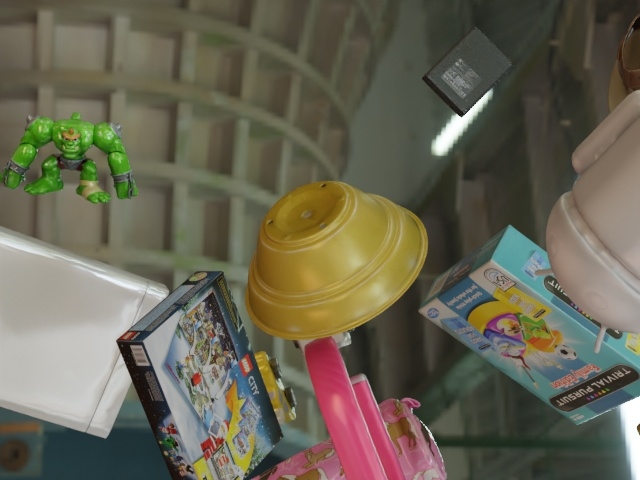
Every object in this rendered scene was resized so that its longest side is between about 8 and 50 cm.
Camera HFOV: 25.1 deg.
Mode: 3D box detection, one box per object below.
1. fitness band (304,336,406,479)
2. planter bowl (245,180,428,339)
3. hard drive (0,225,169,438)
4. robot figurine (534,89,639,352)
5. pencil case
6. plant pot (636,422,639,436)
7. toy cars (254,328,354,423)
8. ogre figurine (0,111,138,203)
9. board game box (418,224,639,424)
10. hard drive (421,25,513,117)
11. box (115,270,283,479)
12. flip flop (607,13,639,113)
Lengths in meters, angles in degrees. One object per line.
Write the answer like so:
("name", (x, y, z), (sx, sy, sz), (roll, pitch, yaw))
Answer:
("fitness band", (0.055, 0.252, 1.738), (0.209, 0.054, 0.291), (-19, 87, -87))
("planter bowl", (0.000, 0.000, 1.557), (0.217, 0.217, 0.090), (-108, 172, -54))
("hard drive", (-0.412, 0.113, 1.959), (0.233, 0.353, 0.047), (-66, -158, 6))
("robot figurine", (0.395, -0.034, 1.610), (0.353, 0.199, 0.300), (-47, -133, 23))
("pencil case", (0.006, 0.386, 2.168), (0.167, 0.386, 0.160), (61, 3, -27))
("plant pot", (0.501, 0.251, 1.644), (0.239, 0.254, 0.254), (47, -31, 13))
("toy cars", (-0.050, 0.200, 2.278), (0.394, 0.176, 0.087), (-56, -143, 38))
("ogre figurine", (-0.370, -0.124, 2.123), (0.097, 0.197, 0.118), (-46, 145, -68))
("board game box", (0.357, 0.143, 2.284), (0.079, 0.336, 0.254), (-58, -173, -30))
("hard drive", (0.245, -0.280, 2.378), (0.135, 0.094, 0.022), (-45, 179, -21))
("box", (-0.134, 0.174, 1.653), (0.044, 0.159, 0.233), (-3, -64, 35))
("flip flop", (0.477, -0.278, 2.074), (0.112, 0.080, 0.277), (57, -35, 28))
